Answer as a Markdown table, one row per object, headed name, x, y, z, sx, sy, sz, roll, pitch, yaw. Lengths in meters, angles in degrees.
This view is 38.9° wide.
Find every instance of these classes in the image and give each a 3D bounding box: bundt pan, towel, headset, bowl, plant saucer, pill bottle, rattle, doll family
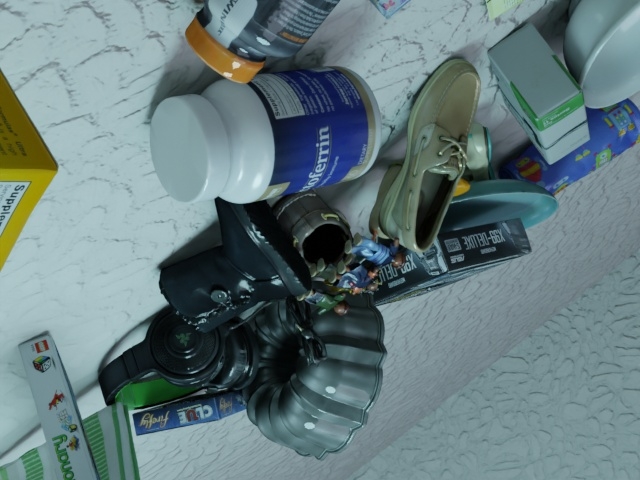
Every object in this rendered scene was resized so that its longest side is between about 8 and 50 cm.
| name | x | y | z | sx | sy | sz | roll | pitch | yaw |
| --- | --- | --- | --- | --- | --- | --- | --- | --- | --- |
| bundt pan | -0.032 | 0.217 | 1.617 | 0.124 | 0.331 | 0.331 | 19 | 124 | -33 |
| towel | -0.435 | 0.428 | 1.460 | 0.324 | 0.248 | 0.038 | -28 | 141 | 7 |
| headset | -0.182 | 0.208 | 1.529 | 0.394 | 0.185 | 0.243 | -30 | 158 | 15 |
| bowl | 0.496 | -0.366 | 1.458 | 0.297 | 0.134 | 0.298 | -29 | 155 | -15 |
| plant saucer | 0.288 | -0.053 | 1.719 | 0.317 | 0.044 | 0.317 | -8 | 165 | -2 |
| pill bottle | -0.065 | -0.129 | 1.120 | 0.264 | 0.153 | 0.153 | -15 | 148 | -38 |
| pill bottle | -0.035 | -0.277 | 0.920 | 0.246 | 0.130 | 0.130 | -48 | 153 | 23 |
| rattle | 0.145 | -0.031 | 1.508 | 0.200 | 0.142 | 0.130 | -60 | 172 | -46 |
| doll family | 0.055 | 0.056 | 1.442 | 0.111 | 0.076 | 0.193 | 25 | 141 | -32 |

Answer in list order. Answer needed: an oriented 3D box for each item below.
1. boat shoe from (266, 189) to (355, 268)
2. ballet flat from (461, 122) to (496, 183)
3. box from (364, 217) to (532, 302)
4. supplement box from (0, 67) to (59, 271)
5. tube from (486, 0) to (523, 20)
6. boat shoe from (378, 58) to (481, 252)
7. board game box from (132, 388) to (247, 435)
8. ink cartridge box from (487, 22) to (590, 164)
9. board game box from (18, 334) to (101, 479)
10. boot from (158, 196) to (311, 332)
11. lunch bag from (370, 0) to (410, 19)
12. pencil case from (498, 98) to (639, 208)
| name | x | y | z | sx | sy | sz | roll | pitch | yaw |
| --- | --- | --- | --- | --- | --- | --- | --- | --- | --- |
| boat shoe | 0.000 | 0.000 | 1.500 | 0.116 | 0.097 | 0.324 | -35 | 156 | 0 |
| ballet flat | 0.274 | -0.141 | 1.654 | 0.086 | 0.086 | 0.248 | -36 | 154 | -1 |
| box | 0.213 | 0.051 | 1.752 | 0.242 | 0.077 | 0.307 | -10 | 168 | -40 |
| supplement box | -0.431 | -0.058 | 0.713 | 0.356 | 0.195 | 0.194 | -3 | 140 | -50 |
| tube | 0.335 | -0.404 | 1.282 | 0.240 | 0.062 | 0.070 | -33 | 112 | 5 |
| boat shoe | 0.186 | -0.128 | 1.405 | 0.109 | 0.098 | 0.302 | 14 | 103 | -34 |
| board game box | -0.220 | 0.312 | 1.696 | 0.165 | 0.042 | 0.243 | -14 | 174 | 16 |
| ink cartridge box | 0.362 | -0.234 | 1.490 | 0.086 | 0.153 | 0.208 | -34 | 156 | 8 |
| board game box | -0.363 | 0.313 | 1.329 | 0.053 | 0.305 | 0.193 | -18 | 151 | -16 |
| boot | -0.153 | 0.026 | 1.332 | 0.207 | 0.094 | 0.246 | -21 | 129 | 14 |
| lunch bag | 0.088 | -0.318 | 1.081 | 0.083 | 0.071 | 0.053 | -40 | 154 | 7 |
| pencil case | 0.505 | -0.172 | 1.830 | 0.306 | 0.119 | 0.133 | -35 | 140 | -4 |
